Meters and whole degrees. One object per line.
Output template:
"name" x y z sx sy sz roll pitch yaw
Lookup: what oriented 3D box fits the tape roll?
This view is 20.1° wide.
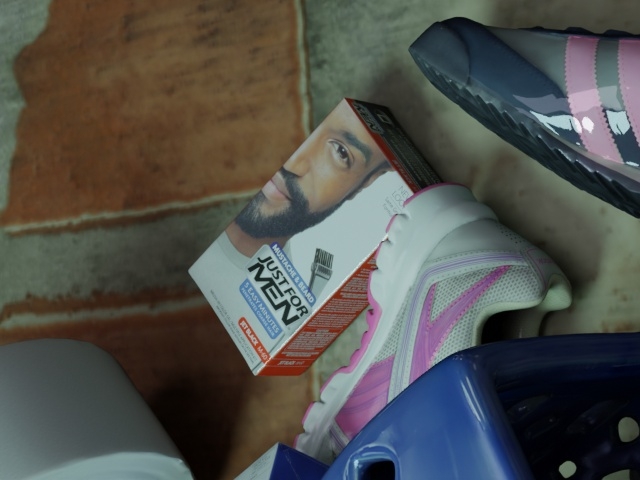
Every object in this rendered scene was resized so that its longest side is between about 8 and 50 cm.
"tape roll" -0.222 0.193 1.168 0.286 0.286 0.100 -51 61 23

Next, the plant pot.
"plant pot" 0.104 0.191 0.843 0.212 0.236 0.236 -36 68 35

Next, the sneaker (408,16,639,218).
"sneaker" 0.198 -0.078 1.000 0.319 0.112 0.131 29 88 31

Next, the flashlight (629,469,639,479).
"flashlight" 0.243 0.249 0.930 0.103 0.103 0.304 -12 73 0

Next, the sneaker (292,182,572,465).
"sneaker" 0.068 0.099 1.071 0.111 0.103 0.252 27 104 36

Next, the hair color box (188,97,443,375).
"hair color box" 0.000 0.000 1.156 0.167 0.053 0.093 -47 62 23

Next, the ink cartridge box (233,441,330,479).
"ink cartridge box" -0.063 0.206 1.074 0.207 0.046 0.097 -46 23 49
